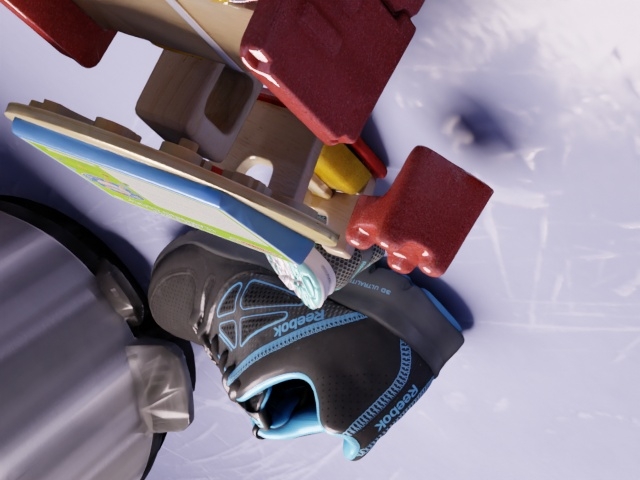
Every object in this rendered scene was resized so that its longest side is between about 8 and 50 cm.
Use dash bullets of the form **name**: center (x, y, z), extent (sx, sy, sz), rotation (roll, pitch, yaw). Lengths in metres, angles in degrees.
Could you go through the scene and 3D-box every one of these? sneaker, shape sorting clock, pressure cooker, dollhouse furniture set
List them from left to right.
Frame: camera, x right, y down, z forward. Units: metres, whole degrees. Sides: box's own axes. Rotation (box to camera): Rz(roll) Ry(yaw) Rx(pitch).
- **pressure cooker**: center (-0.341, 0.154, 1.507), extent (0.370, 0.420, 0.375), rotation (41, 123, 5)
- **shape sorting clock**: center (-0.085, -0.040, 0.929), extent (0.206, 0.040, 0.206), rotation (22, 173, 3)
- **sneaker**: center (-0.048, 0.079, 1.287), extent (0.341, 0.139, 0.125), rotation (8, 146, 50)
- **dollhouse furniture set**: center (-0.001, -0.110, 0.927), extent (0.201, 0.152, 0.374), rotation (20, 168, 31)
- **sneaker**: center (0.000, 0.000, 1.175), extent (0.065, 0.076, 0.166), rotation (65, 171, -22)
